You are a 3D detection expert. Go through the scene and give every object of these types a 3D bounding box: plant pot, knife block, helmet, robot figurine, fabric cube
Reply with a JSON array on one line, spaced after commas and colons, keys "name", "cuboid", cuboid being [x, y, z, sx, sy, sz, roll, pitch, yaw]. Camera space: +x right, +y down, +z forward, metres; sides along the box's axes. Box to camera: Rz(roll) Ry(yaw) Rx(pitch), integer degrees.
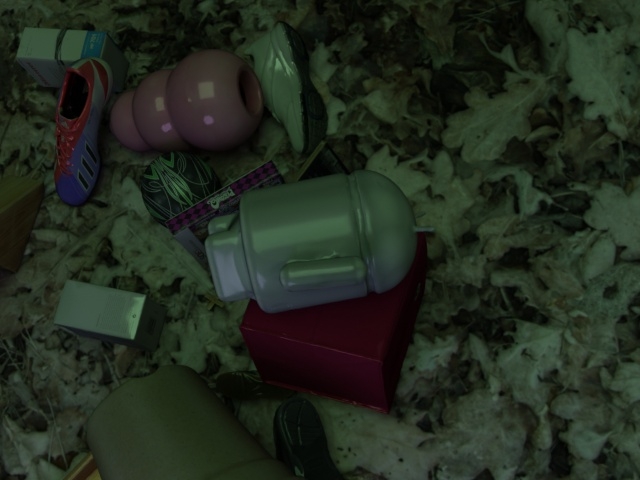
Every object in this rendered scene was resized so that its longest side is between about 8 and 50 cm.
[{"name": "plant pot", "cuboid": [-0.230, 0.388, 1.550, 0.334, 0.334, 0.305, -37, 61, -3]}, {"name": "knife block", "cuboid": [-0.677, -0.034, 1.851, 0.088, 0.242, 0.275, 12, 75, 12]}, {"name": "helmet", "cuboid": [-0.275, -0.096, 1.840, 0.170, 0.161, 0.169, 0, 88, -2]}, {"name": "robot figurine", "cuboid": [0.000, 0.000, 1.467, 0.354, 0.300, 0.199, -10, 116, 2]}, {"name": "fabric cube", "cuboid": [0.034, 0.123, 1.653, 0.259, 0.254, 0.258, 12, 61, 13]}]

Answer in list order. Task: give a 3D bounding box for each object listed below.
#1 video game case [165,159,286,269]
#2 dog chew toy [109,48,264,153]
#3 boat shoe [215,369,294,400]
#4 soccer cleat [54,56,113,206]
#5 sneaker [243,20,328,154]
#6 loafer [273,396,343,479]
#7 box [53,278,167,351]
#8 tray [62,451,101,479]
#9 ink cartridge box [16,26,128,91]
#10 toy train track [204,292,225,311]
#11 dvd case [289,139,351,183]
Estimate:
[{"name": "video game case", "cuboid": [-0.162, -0.046, 1.788, 0.232, 0.210, 0.041, -30, 69, -2]}, {"name": "dog chew toy", "cuboid": [-0.285, -0.266, 1.890, 0.332, 0.207, 0.206, -11, 70, 25]}, {"name": "boat shoe", "cuboid": [-0.122, 0.275, 1.765, 0.152, 0.049, 0.056, 5, 92, 6]}, {"name": "soccer cleat", "cuboid": [-0.504, -0.217, 1.891, 0.109, 0.116, 0.318, 19, 108, 10]}, {"name": "sneaker", "cuboid": [-0.073, -0.305, 1.928, 0.129, 0.111, 0.297, -23, 68, 22]}, {"name": "loafer", "cuboid": [-0.023, 0.440, 1.688, 0.109, 0.095, 0.302, -7, 74, -25]}, {"name": "box", "cuboid": [-0.408, 0.147, 1.809, 0.171, 0.130, 0.091, 11, 75, 12]}, {"name": "tray", "cuboid": [-0.348, 0.462, 1.730, 0.203, 0.076, 0.411, 41, 82, 19]}, {"name": "ink cartridge box", "cuboid": [-0.531, -0.388, 1.994, 0.191, 0.139, 0.082, 7, 74, 11]}, {"name": "toy train track", "cuboid": [-0.199, 0.107, 1.850, 0.048, 0.014, 0.083, 30, 74, 24]}, {"name": "dvd case", "cuboid": [-0.023, -0.063, 1.798, 0.018, 0.164, 0.221, 29, 78, 38]}]
